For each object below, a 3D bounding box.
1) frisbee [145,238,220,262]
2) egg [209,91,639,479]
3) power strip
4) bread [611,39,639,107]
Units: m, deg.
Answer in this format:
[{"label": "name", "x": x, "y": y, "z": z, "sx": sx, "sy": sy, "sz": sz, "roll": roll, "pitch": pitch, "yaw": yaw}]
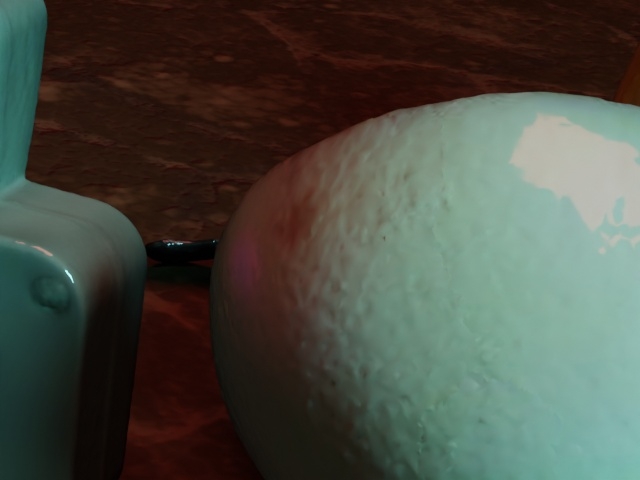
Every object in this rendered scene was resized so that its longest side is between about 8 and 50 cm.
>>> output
[{"label": "frisbee", "x": 0.000, "y": 0.000, "z": 1.106, "sx": 0.211, "sy": 0.012, "sz": 0.187, "roll": 2, "pitch": -10, "yaw": -14}, {"label": "egg", "x": 0.075, "y": 0.065, "z": 0.663, "sx": 0.271, "sy": 0.206, "sz": 0.161, "roll": 3, "pitch": 55, "yaw": 8}, {"label": "power strip", "x": -0.205, "y": 0.009, "z": 0.804, "sx": 0.230, "sy": 0.261, "sz": 0.141, "roll": 14, "pitch": 22, "yaw": 13}, {"label": "bread", "x": 0.323, "y": -0.028, "z": 0.961, "sx": 0.250, "sy": 0.394, "sz": 0.361, "roll": 18, "pitch": 16, "yaw": -20}]
